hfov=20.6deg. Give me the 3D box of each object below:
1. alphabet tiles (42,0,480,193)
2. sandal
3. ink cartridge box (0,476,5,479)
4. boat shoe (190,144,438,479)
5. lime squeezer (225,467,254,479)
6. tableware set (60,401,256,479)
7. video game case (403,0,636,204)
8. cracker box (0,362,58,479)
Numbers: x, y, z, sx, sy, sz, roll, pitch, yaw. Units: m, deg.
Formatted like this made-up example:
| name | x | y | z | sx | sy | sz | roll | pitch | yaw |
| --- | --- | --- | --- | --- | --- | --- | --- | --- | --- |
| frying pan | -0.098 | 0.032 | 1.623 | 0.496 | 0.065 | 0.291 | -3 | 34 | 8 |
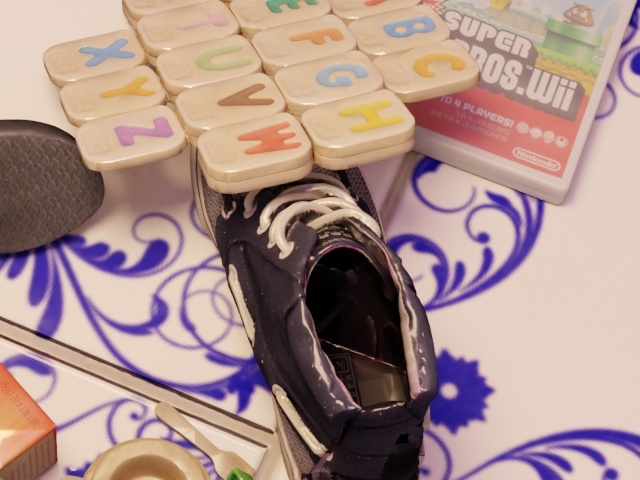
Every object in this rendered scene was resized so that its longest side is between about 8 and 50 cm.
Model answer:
| name | x | y | z | sx | sy | sz | roll | pitch | yaw |
| --- | --- | --- | --- | --- | --- | --- | --- | --- | --- |
| alphabet tiles | -0.044 | -0.125 | 1.221 | 0.278 | 0.021 | 0.284 | -13 | 36 | -12 |
| sandal | -0.273 | -0.036 | 1.178 | 0.254 | 0.097 | 0.054 | -8 | 36 | -12 |
| ink cartridge box | -0.269 | 0.216 | 0.993 | 0.235 | 0.171 | 0.056 | -49 | 40 | -11 |
| boat shoe | 0.000 | 0.000 | 1.149 | 0.127 | 0.158 | 0.340 | -13 | 64 | -14 |
| lime squeezer | -0.126 | 0.258 | 1.025 | 0.310 | 0.110 | 0.059 | -43 | 71 | 7 |
| tableware set | -0.068 | 0.192 | 1.102 | 0.194 | 0.039 | 0.128 | 37 | 63 | 13 |
| video game case | 0.131 | -0.178 | 1.343 | 0.204 | 0.025 | 0.285 | 21 | 60 | 5 |
| cracker box | -0.300 | 0.139 | 1.085 | 0.232 | 0.067 | 0.156 | -38 | 72 | -23 |
